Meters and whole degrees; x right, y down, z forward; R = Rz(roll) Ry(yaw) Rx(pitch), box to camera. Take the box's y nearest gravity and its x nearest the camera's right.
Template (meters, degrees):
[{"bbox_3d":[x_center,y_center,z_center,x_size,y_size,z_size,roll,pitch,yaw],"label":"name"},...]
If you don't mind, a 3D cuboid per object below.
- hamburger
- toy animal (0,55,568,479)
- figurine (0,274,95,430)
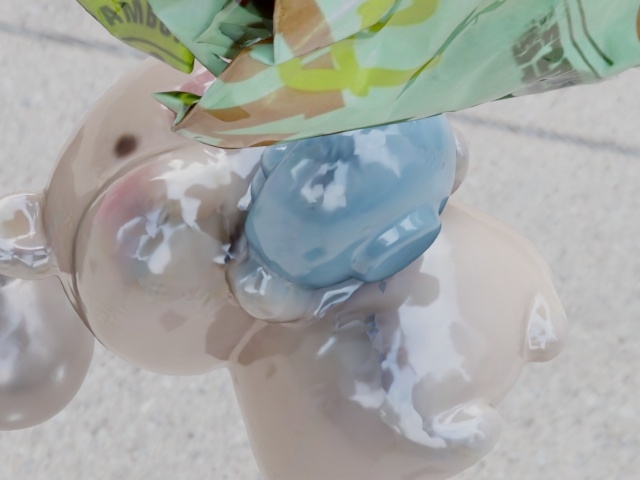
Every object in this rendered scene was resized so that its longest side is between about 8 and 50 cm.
[{"bbox_3d":[-0.010,-0.133,0.453,0.214,0.125,0.235,0,53,-42],"label":"hamburger"},{"bbox_3d":[-0.003,0.009,0.832,0.210,0.229,0.221,-46,124,-24],"label":"toy animal"},{"bbox_3d":[-0.217,0.068,1.193,0.125,0.138,0.125,-8,71,24],"label":"figurine"}]
